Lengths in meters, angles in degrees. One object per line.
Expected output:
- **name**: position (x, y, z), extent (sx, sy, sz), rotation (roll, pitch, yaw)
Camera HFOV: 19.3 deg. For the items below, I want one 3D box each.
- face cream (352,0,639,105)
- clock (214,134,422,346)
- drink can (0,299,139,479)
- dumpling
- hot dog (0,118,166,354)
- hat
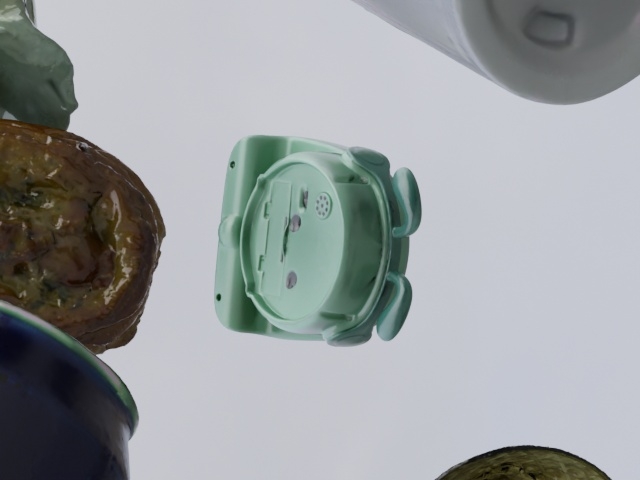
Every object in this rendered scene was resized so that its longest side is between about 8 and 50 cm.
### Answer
- **face cream**: position (0.045, -0.193, 1.013), extent (0.145, 0.369, 0.145), rotation (-11, -65, -24)
- **clock**: position (0.001, 0.000, 1.328), extent (0.060, 0.188, 0.148), rotation (5, -90, -39)
- **drink can**: position (-0.148, 0.122, 0.640), extent (0.205, 0.118, 0.118), rotation (-62, -30, -29)
- **dumpling**: position (-0.390, -0.180, 1.743), extent (0.211, 0.321, 0.270), rotation (8, -54, -37)
- **hot dog**: position (-0.273, -0.004, 1.638), extent (0.122, 0.272, 0.196), rotation (133, 154, -70)
- **hat**: position (0.117, 0.171, 1.187), extent (0.067, 0.146, 0.146), rotation (-101, 7, -60)
